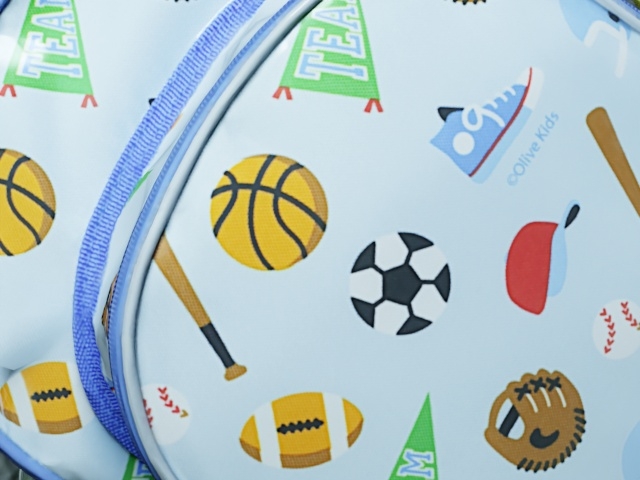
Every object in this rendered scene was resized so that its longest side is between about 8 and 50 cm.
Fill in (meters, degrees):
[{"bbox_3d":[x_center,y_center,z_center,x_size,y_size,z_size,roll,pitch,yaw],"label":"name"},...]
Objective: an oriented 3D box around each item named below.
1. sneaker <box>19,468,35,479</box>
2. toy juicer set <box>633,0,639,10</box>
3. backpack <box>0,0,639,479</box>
[{"bbox_3d":[-0.092,0.038,0.574,0.099,0.121,0.262,-2,70,21],"label":"sneaker"},{"bbox_3d":[0.054,-0.200,0.624,0.329,0.089,0.209,12,76,25],"label":"toy juicer set"},{"bbox_3d":[0.000,0.000,0.461,0.263,0.213,0.276,31,82,-12],"label":"backpack"}]
